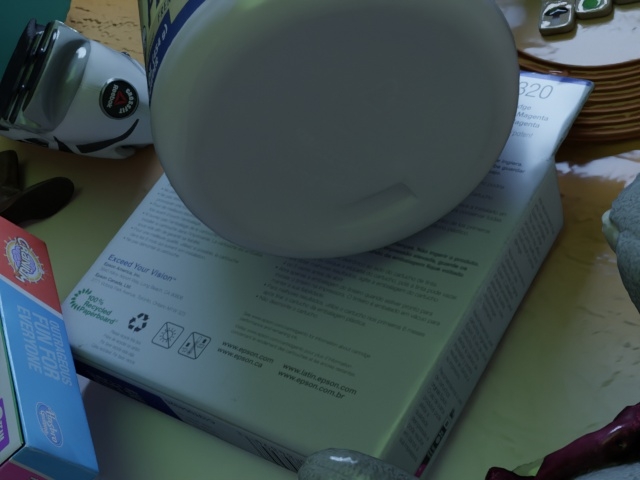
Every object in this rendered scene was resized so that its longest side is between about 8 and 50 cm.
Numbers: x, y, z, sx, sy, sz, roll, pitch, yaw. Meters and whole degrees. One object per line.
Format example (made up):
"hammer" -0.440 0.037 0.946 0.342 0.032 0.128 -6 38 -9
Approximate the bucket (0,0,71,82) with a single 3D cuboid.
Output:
"bucket" -0.414 -0.299 1.135 0.183 0.281 0.281 30 73 38

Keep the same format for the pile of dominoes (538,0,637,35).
"pile of dominoes" 0.274 -0.286 0.889 0.251 0.040 0.196 -21 47 14

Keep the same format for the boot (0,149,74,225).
"boot" -0.292 -0.059 1.031 0.106 0.037 0.114 -29 41 3

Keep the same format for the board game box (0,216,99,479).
"board game box" -0.315 0.163 0.791 0.316 0.064 0.242 -41 44 14

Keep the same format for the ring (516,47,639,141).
"ring" 0.215 -0.235 0.815 0.337 0.032 0.336 -7 69 18

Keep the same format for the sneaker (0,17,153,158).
"sneaker" -0.226 -0.131 1.008 0.122 0.146 0.330 -68 26 4

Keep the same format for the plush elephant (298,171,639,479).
"plush elephant" 0.105 0.163 0.495 0.255 0.330 0.272 -15 31 49

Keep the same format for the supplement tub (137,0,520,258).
"supplement tub" -0.013 -0.168 0.736 0.228 0.228 0.316 -25 45 10

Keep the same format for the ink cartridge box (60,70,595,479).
"ink cartridge box" 0.000 0.000 0.795 0.324 0.071 0.330 16 61 38
